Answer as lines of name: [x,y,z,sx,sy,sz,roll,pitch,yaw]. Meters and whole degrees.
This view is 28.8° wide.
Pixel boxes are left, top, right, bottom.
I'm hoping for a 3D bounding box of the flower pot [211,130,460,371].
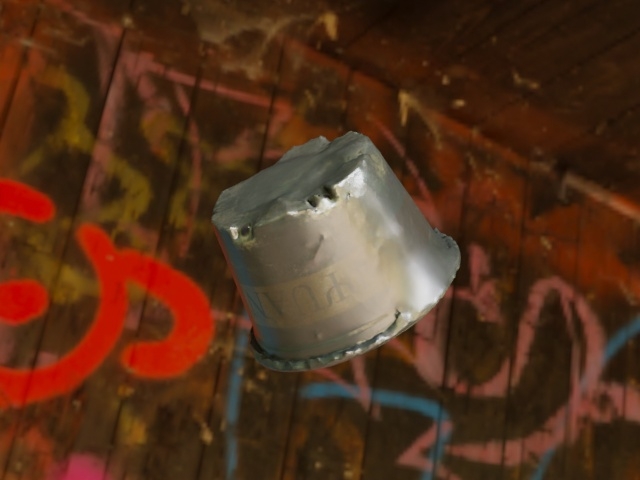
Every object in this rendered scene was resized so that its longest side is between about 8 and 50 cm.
flower pot: [0.000,0.000,0.825,0.157,0.157,0.107,-12,-62,37]
